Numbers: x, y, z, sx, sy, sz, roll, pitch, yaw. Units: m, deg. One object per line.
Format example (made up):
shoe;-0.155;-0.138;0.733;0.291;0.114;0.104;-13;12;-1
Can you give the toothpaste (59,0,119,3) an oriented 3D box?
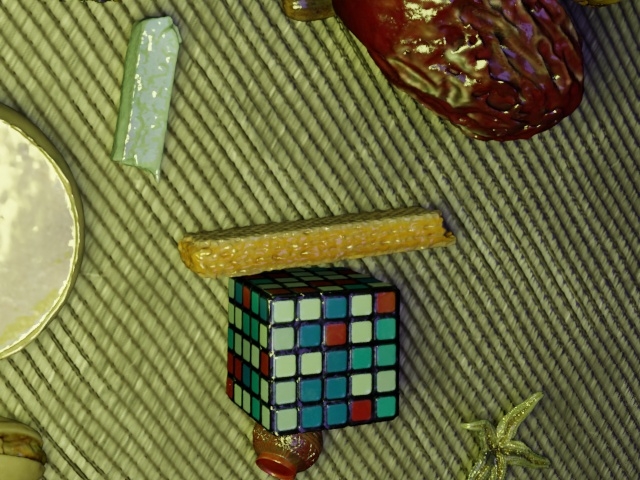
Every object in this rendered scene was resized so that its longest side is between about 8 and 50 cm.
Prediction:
toothpaste;-0.386;-0.334;1.286;0.313;0.071;0.089;-2;95;-21

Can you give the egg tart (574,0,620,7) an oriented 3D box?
egg tart;0.349;-0.457;1.448;0.443;0.443;0.178;31;129;-23

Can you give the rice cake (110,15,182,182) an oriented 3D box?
rice cake;-0.221;-0.181;1.376;0.063;0.069;0.206;8;98;-25

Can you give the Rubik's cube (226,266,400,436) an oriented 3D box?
Rubik's cube;-0.015;0.138;1.443;0.184;0.187;0.182;-4;99;-24

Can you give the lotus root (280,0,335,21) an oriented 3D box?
lotus root;-0.010;-0.312;1.458;0.083;0.030;0.037;-8;102;-20

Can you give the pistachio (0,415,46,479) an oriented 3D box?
pistachio;-0.413;0.269;1.350;0.149;0.113;0.113;18;91;-30

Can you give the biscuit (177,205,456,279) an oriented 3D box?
biscuit;0.000;0.000;1.477;0.379;0.094;0.054;-7;101;-20

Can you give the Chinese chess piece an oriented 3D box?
Chinese chess piece;-0.445;-0.009;1.273;0.338;0.140;0.338;-3;98;-20

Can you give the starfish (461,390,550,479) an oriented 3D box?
starfish;0.277;0.323;1.661;0.217;0.050;0.223;28;99;-29

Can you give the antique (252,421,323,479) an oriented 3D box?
antique;-0.045;0.272;1.498;0.104;0.104;0.104;-3;99;-21

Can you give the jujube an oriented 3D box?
jujube;0.175;-0.283;1.417;0.258;0.258;0.376;-46;114;-9
